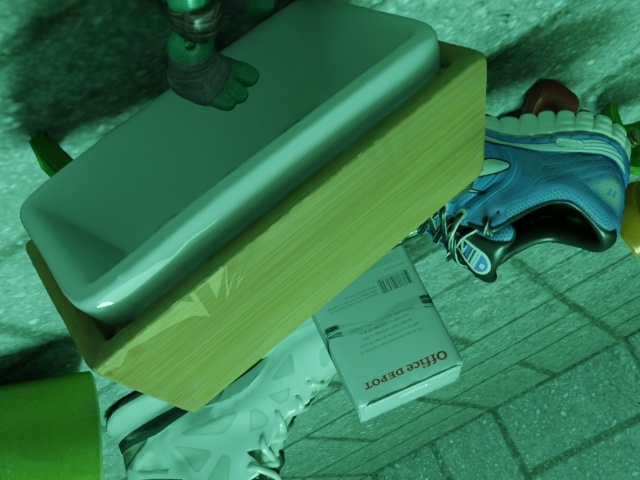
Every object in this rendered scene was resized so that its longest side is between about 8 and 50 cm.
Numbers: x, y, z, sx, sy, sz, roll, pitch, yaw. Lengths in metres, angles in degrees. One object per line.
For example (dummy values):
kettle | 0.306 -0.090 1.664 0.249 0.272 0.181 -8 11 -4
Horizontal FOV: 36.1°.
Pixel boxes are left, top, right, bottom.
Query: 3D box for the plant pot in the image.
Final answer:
plant pot | -0.402 0.284 1.070 0.293 0.275 0.275 1 149 -19

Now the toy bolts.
toy bolts | 0.272 -0.052 1.102 0.228 0.218 0.158 17 143 -34

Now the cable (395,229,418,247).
cable | 0.000 0.000 1.127 0.287 0.072 0.139 -18 177 13

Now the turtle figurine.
turtle figurine | -0.057 -0.187 0.539 0.175 0.118 0.234 -61 171 -27

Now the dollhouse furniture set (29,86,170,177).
dollhouse furniture set | -0.145 -0.091 0.773 0.151 0.058 0.076 -39 155 -19

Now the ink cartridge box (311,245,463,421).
ink cartridge box | 0.072 0.108 1.223 0.139 0.191 0.082 -22 158 -8

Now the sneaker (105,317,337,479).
sneaker | -0.057 0.264 1.344 0.447 0.257 0.169 -29 158 8

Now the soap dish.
soap dish | -0.049 -0.035 0.661 0.291 0.229 0.118 -40 120 -10

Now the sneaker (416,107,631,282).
sneaker | 0.126 -0.043 0.918 0.330 0.147 0.130 1 155 5
